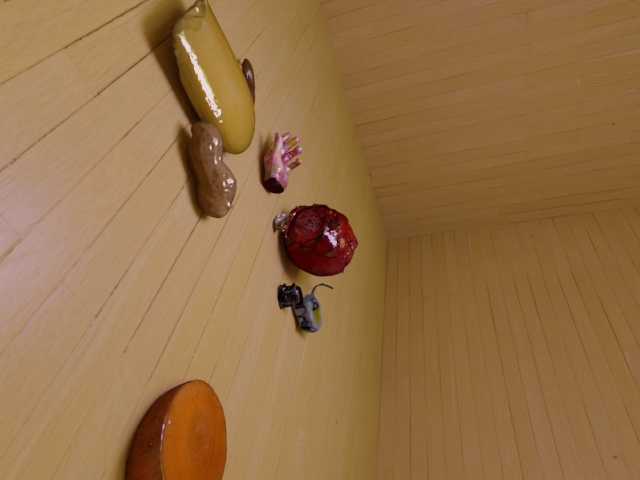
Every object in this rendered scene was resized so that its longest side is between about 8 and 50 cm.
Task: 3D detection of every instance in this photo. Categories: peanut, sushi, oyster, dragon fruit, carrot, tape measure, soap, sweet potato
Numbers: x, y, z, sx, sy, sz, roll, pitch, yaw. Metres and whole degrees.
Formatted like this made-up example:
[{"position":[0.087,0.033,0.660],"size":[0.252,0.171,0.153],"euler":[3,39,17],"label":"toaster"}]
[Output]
[{"position":[-0.298,-0.191,1.216],"size":[0.101,0.117,0.263],"euler":[-115,-169,-81],"label":"peanut"},{"position":[-0.113,0.202,1.651],"size":[0.056,0.083,0.085],"euler":[-46,127,-67],"label":"sushi"},{"position":[-0.143,-0.062,1.709],"size":[0.083,0.080,0.038],"euler":[-30,141,-36],"label":"oyster"},{"position":[0.000,0.000,1.779],"size":[0.301,0.295,0.296],"euler":[29,53,-53],"label":"dragon fruit"},{"position":[-0.300,0.450,0.976],"size":[0.307,0.100,0.259],"euler":[-76,152,-66],"label":"carrot"},{"position":[-0.022,0.281,1.890],"size":[0.330,0.084,0.164],"euler":[-25,108,-70],"label":"tape measure"},{"position":[-0.304,-0.461,1.308],"size":[0.306,0.115,0.427],"euler":[-85,159,-46],"label":"soap"},{"position":[-0.258,-0.542,1.586],"size":[0.065,0.051,0.219],"euler":[23,61,-74],"label":"sweet potato"}]

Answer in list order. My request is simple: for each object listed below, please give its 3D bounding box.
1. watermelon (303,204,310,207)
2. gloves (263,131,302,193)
[{"position":[-0.030,-0.069,2.003],"size":[0.098,0.121,0.159],"euler":[96,-3,-70],"label":"watermelon"},{"position":[-0.156,-0.307,1.696],"size":[0.145,0.126,0.241],"euler":[31,52,-37],"label":"gloves"}]
